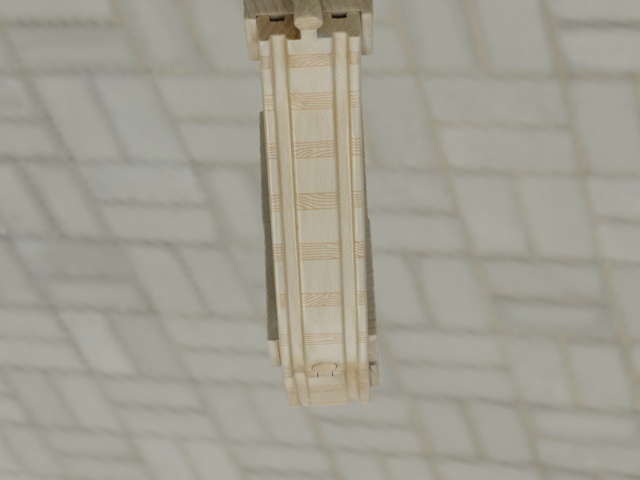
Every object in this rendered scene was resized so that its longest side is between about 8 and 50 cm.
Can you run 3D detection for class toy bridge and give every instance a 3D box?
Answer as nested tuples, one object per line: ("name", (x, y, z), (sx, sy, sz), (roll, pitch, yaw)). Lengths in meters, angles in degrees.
("toy bridge", (0.000, 0.000, 0.413), (0.026, 0.063, 0.188), (-3, 154, 1))
